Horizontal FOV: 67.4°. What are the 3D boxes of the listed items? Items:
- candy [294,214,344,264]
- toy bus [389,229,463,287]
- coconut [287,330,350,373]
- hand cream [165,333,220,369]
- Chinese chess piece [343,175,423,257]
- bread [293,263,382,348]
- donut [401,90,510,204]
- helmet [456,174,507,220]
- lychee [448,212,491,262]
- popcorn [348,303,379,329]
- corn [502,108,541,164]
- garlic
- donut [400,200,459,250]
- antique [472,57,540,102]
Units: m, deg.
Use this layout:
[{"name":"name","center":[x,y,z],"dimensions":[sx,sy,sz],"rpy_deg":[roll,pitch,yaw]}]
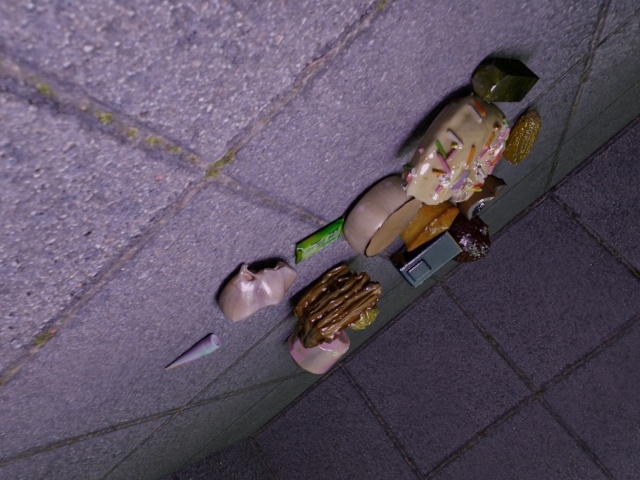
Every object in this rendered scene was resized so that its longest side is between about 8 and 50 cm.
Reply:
[{"name":"candy","center":[-0.001,-0.001,1.368],"dimensions":[0.178,0.032,0.102],"rpy_deg":[-33,163,-20]},{"name":"toy bus","center":[0.441,0.060,2.018],"dimensions":[0.275,0.138,0.167],"rpy_deg":[-40,-161,9]},{"name":"coconut","center":[-0.023,0.456,2.076],"dimensions":[0.245,0.233,0.233],"rpy_deg":[-44,160,14]},{"name":"hand cream","center":[-0.385,0.348,1.464],"dimensions":[0.174,0.047,0.076],"rpy_deg":[-33,163,10]},{"name":"Chinese chess piece","center":[0.183,-0.068,1.400],"dimensions":[0.257,0.104,0.257],"rpy_deg":[-38,161,-16]},{"name":"bread","center":[0.039,0.235,1.738],"dimensions":[0.314,0.191,0.370],"rpy_deg":[-38,173,-17]},{"name":"donut","center":[0.376,-0.232,1.281],"dimensions":[0.371,0.150,0.307],"rpy_deg":[-8,130,-60]},{"name":"helmet","center":[0.610,-0.188,1.868],"dimensions":[0.224,0.130,0.198],"rpy_deg":[-32,166,-46]},{"name":"lychee","center":[0.646,-0.007,2.179],"dimensions":[0.236,0.235,0.271],"rpy_deg":[-23,170,-37]},{"name":"popcorn","center":[0.134,0.270,1.951],"dimensions":[0.168,0.195,0.173],"rpy_deg":[-28,159,-42]},{"name":"corn","center":[0.721,-0.366,1.724],"dimensions":[0.097,0.097,0.261],"rpy_deg":[-34,155,-12]},{"name":"garlic","center":[-0.168,0.141,1.287],"dimensions":[0.217,0.110,0.228],"rpy_deg":[-37,161,6]},{"name":"donut","center":[0.412,-0.060,1.829],"dimensions":[0.254,0.118,0.253],"rpy_deg":[-34,158,-16]},{"name":"antique","center":[0.459,-0.404,1.208],"dimensions":[0.221,0.080,0.081],"rpy_deg":[-15,149,-45]}]
